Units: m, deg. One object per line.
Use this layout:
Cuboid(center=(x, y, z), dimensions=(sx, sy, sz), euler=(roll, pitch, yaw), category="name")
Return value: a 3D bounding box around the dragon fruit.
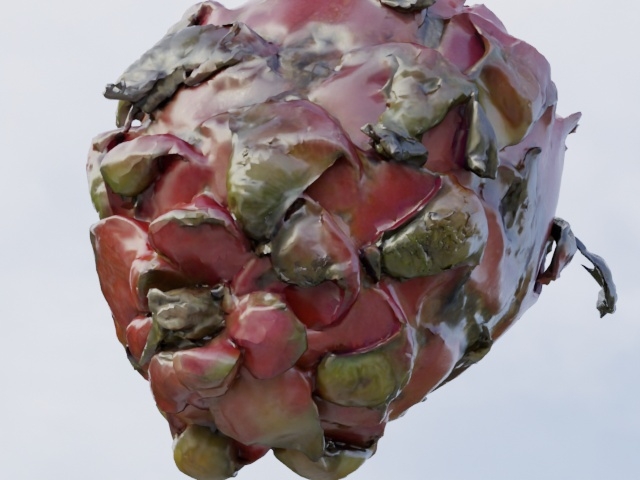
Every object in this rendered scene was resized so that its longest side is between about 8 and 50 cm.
Cuboid(center=(0.000, 0.000, 0.945), dimensions=(0.250, 0.291, 0.269), euler=(10, -33, 30), category="dragon fruit")
